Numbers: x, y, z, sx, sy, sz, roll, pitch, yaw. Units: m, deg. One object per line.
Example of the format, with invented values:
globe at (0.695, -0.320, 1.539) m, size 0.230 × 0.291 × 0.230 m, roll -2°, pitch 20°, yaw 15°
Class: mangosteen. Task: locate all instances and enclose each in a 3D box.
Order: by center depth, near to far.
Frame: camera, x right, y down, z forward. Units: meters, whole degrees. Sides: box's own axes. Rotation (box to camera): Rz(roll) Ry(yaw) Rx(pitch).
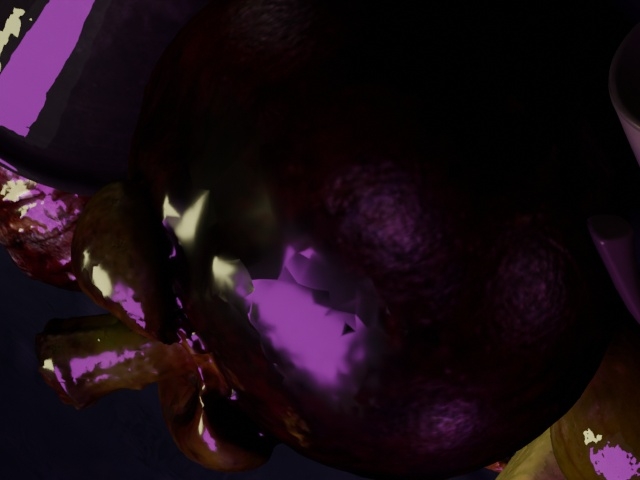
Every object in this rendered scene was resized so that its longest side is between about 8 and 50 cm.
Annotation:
mangosteen at (0.015, -0.012, 0.911) m, size 0.297 × 0.293 × 0.297 m, roll 7°, pitch 98°, yaw 59°

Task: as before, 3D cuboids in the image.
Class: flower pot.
flower pot at (-0.125, -0.161, 1.027) m, size 0.235 × 0.235 × 0.148 m, roll 42°, pitch 135°, yaw 5°

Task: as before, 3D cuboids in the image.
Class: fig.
fig at (0.172, 0.065, 1.046) m, size 0.236 × 0.124 × 0.124 m, roll 59°, pitch 164°, yaw 29°

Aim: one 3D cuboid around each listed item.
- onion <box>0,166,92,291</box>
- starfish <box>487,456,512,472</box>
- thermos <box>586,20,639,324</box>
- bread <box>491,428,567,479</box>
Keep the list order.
onion at (-0.173, -0.089, 1.194) m, size 0.216 × 0.207 × 0.206 m, roll 0°, pitch 134°, yaw 50°
starfish at (0.030, 0.132, 1.368) m, size 0.293 × 0.084 × 0.301 m, roll 38°, pitch 151°, yaw 17°
thermos at (0.200, -0.015, 0.816) m, size 0.193 × 0.137 × 0.105 m, roll 59°, pitch -177°, yaw -43°
bread at (0.214, 0.255, 1.163) m, size 0.263 × 0.198 × 0.236 m, roll 43°, pitch 163°, yaw 8°
